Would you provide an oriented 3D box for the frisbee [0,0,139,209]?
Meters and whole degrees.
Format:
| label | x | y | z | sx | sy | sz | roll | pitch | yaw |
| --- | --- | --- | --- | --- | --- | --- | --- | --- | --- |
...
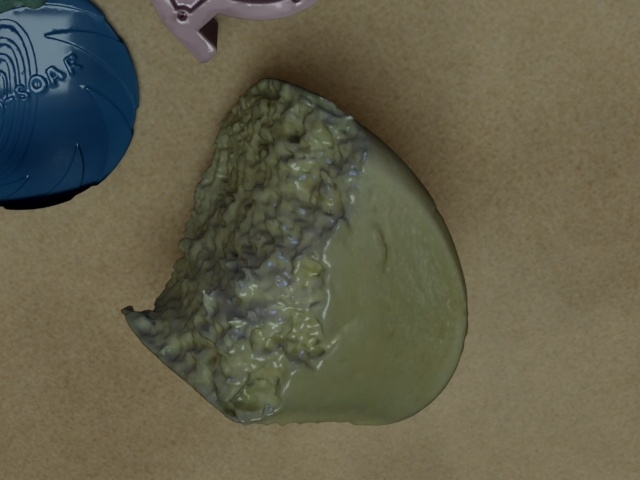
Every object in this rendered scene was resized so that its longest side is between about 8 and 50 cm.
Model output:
| label | x | y | z | sx | sy | sz | roll | pitch | yaw |
| --- | --- | --- | --- | --- | --- | --- | --- | --- | --- |
| frisbee | -0.289 | -0.131 | 1.260 | 0.242 | 0.045 | 0.242 | 1 | 119 | 1 |

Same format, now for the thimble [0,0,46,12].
| label | x | y | z | sx | sy | sz | roll | pitch | yaw |
| --- | --- | --- | --- | --- | --- | --- | --- | --- | --- |
| thimble | -0.300 | -0.272 | 1.101 | 0.198 | 0.235 | 0.143 | -21 | 125 | -36 |

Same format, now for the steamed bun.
| label | x | y | z | sx | sy | sz | roll | pitch | yaw |
| --- | --- | --- | --- | --- | --- | --- | --- | --- | --- |
| steamed bun | 0.000 | 0.000 | 1.203 | 0.274 | 0.290 | 0.272 | 8 | 113 | -25 |

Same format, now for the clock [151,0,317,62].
| label | x | y | z | sx | sy | sz | roll | pitch | yaw |
| --- | --- | --- | --- | --- | --- | --- | --- | --- | --- |
| clock | -0.059 | -0.334 | 1.132 | 0.275 | 0.080 | 0.290 | -25 | 117 | 12 |
